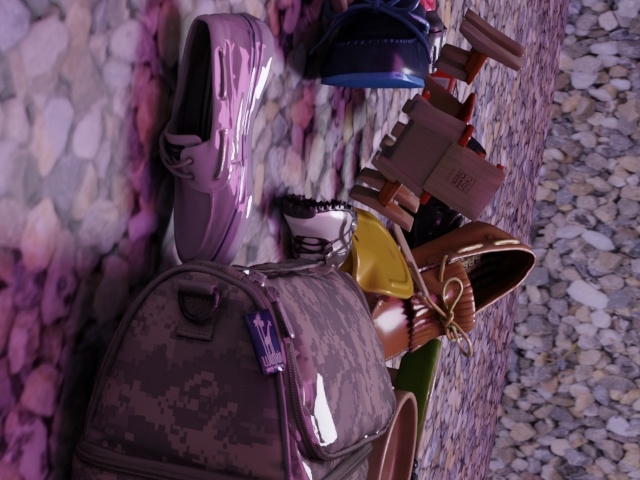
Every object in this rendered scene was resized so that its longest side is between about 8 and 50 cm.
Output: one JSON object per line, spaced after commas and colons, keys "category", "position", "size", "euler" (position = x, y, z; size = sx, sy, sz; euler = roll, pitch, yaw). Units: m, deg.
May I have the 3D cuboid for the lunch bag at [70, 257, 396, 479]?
{"category": "lunch bag", "position": [-0.062, 0.140, 1.131], "size": [0.305, 0.213, 0.256], "euler": [-3, 101, -73]}

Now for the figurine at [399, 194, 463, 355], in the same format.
{"category": "figurine", "position": [0.152, 0.065, 2.136], "size": [0.215, 0.092, 0.209], "euler": [69, 43, -63]}

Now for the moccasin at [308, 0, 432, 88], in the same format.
{"category": "moccasin", "position": [0.059, -0.235, 1.551], "size": [0.342, 0.138, 0.116], "euler": [-76, 169, -79]}

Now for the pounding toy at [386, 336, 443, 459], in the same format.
{"category": "pounding toy", "position": [0.117, 0.220, 2.062], "size": [0.237, 0.110, 0.183], "euler": [-62, 163, -71]}

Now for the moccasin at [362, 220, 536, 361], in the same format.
{"category": "moccasin", "position": [0.175, 0.084, 1.949], "size": [0.380, 0.147, 0.139], "euler": [-21, 118, -45]}

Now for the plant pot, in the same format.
{"category": "plant pot", "position": [0.053, 0.313, 1.853], "size": [0.237, 0.110, 0.237], "euler": [11, 90, -75]}

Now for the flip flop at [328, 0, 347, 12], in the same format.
{"category": "flip flop", "position": [0.054, -0.369, 1.484], "size": [0.112, 0.080, 0.277], "euler": [78, 26, -53]}

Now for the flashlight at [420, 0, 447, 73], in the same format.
{"category": "flashlight", "position": [0.137, -0.369, 1.744], "size": [0.103, 0.103, 0.304], "euler": [-49, 145, -65]}

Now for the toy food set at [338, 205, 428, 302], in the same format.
{"category": "toy food set", "position": [0.056, 0.031, 1.732], "size": [0.218, 0.071, 0.128], "euler": [16, 47, -65]}

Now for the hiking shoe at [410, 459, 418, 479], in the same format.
{"category": "hiking shoe", "position": [0.102, 0.482, 2.131], "size": [0.132, 0.113, 0.304], "euler": [80, 25, -50]}

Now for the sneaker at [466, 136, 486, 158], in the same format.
{"category": "sneaker", "position": [0.180, -0.113, 2.098], "size": [0.097, 0.084, 0.235], "euler": [-48, 158, 23]}

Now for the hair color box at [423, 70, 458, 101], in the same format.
{"category": "hair color box", "position": [0.195, -0.204, 2.173], "size": [0.141, 0.043, 0.072], "euler": [76, 27, -58]}

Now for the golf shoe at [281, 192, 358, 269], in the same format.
{"category": "golf shoe", "position": [0.000, 0.000, 1.528], "size": [0.198, 0.077, 0.093], "euler": [27, 73, -73]}

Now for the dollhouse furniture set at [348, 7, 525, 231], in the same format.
{"category": "dollhouse furniture set", "position": [0.159, -0.122, 1.669], "size": [0.262, 0.135, 0.259], "euler": [-57, -178, 22]}

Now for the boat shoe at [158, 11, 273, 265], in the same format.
{"category": "boat shoe", "position": [-0.102, -0.082, 1.137], "size": [0.076, 0.083, 0.226], "euler": [0, 101, -47]}
